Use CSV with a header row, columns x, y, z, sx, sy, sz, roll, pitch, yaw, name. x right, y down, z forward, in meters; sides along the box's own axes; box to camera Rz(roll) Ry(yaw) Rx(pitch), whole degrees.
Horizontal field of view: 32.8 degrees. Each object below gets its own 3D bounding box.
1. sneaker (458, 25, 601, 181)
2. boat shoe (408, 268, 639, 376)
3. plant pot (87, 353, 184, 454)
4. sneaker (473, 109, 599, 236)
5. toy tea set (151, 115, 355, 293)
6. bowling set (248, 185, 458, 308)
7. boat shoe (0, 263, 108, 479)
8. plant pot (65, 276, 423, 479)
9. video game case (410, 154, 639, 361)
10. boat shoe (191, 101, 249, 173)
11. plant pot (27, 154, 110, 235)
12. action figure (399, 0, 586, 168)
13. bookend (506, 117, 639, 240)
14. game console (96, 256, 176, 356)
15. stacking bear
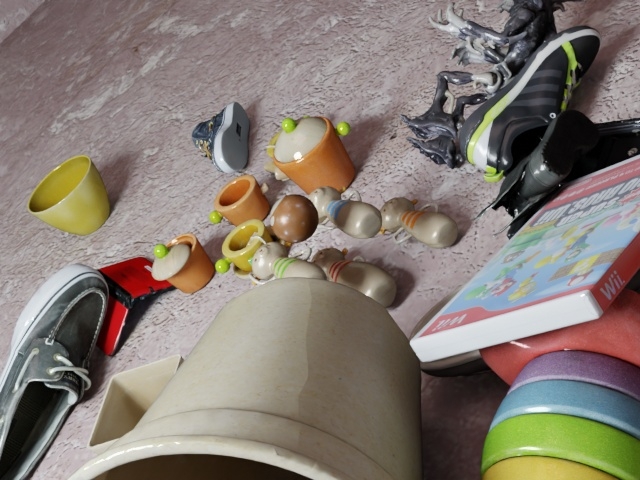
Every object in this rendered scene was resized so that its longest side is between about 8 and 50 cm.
x,y,z,sx,sy,sz,roll,pitch,yaw,name
0.272,-0.156,1.311,0.234,0.084,0.097,-45,57,-7,sneaker
0.244,0.058,1.060,0.335,0.095,0.112,-33,33,19,boat shoe
-0.190,0.215,1.273,0.109,0.096,0.109,-19,37,27,plant pot
0.222,-0.070,1.108,0.089,0.051,0.170,-49,-4,40,sneaker
-0.102,-0.063,1.500,0.336,0.124,0.200,-48,34,-15,toy tea set
0.000,0.000,1.266,0.287,0.200,0.154,-43,31,-13,bowling set
-0.367,0.193,1.477,0.119,0.121,0.335,12,70,40,boat shoe
-0.037,0.204,0.970,0.333,0.334,0.305,-23,24,24,plant pot
0.223,-0.001,0.938,0.285,0.025,0.204,-41,10,-37,video game case
-0.163,-0.148,1.728,0.083,0.065,0.183,-28,27,20,boat shoe
-0.411,-0.064,1.834,0.134,0.095,0.134,-26,34,20,plant pot
0.205,-0.234,1.372,0.141,0.164,0.276,38,86,30,action figure
0.297,-0.046,1.131,0.156,0.072,0.157,-3,47,42,bookend
-0.283,0.093,1.593,0.124,0.085,0.144,-18,24,-27,game console
0.188,0.207,0.845,0.175,0.164,0.289,-25,32,48,stacking bear
